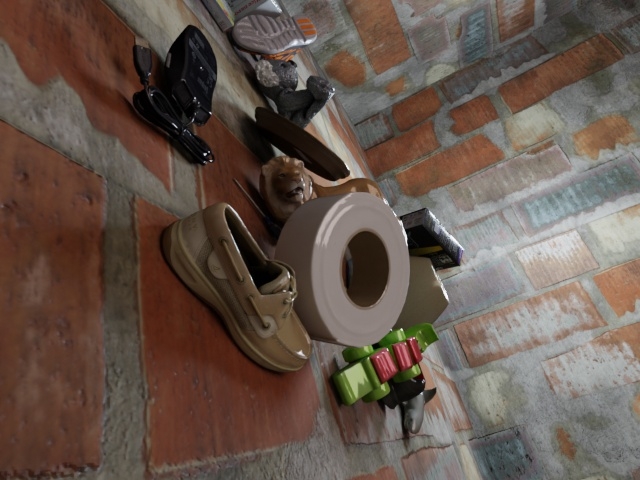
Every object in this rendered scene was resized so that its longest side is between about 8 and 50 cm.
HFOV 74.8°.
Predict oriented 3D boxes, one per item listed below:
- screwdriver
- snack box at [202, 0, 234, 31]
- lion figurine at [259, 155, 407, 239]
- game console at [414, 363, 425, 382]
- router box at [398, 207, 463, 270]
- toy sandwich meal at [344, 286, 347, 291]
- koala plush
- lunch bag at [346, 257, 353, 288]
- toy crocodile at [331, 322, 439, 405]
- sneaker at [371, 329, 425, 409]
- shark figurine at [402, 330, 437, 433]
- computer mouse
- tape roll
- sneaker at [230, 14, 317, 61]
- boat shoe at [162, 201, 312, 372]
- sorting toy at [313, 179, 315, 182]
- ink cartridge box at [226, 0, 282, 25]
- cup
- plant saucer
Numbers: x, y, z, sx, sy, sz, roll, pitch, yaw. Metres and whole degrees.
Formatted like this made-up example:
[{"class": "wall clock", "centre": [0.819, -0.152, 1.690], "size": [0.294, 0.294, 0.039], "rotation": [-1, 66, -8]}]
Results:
[{"class": "screwdriver", "centre": [-0.116, -0.058, 0.824], "size": [0.170, 0.024, 0.025], "rotation": [57, 47, -23]}, {"class": "snack box", "centre": [-0.286, -0.646, 1.122], "size": [0.141, 0.037, 0.100], "rotation": [52, 19, -41]}, {"class": "lion figurine", "centre": [0.039, -0.077, 0.958], "size": [0.392, 0.142, 0.240], "rotation": [-13, 88, -45]}, {"class": "game console", "centre": [0.288, 0.408, 1.344], "size": [0.124, 0.085, 0.144], "rotation": [41, 29, -56]}, {"class": "router box", "centre": [0.319, 0.024, 1.530], "size": [0.243, 0.309, 0.081], "rotation": [42, 52, -27]}, {"class": "toy sandwich meal", "centre": [0.059, 0.154, 1.077], "size": [0.085, 0.029, 0.085], "rotation": [56, 14, -22]}, {"class": "koala plush", "centre": [-0.104, -0.450, 1.248], "size": [0.221, 0.203, 0.196], "rotation": [37, 15, -18]}, {"class": "lunch bag", "centre": [0.172, 0.096, 1.259], "size": [0.090, 0.176, 0.219], "rotation": [59, 17, -22]}, {"class": "toy crocodile", "centre": [0.149, 0.263, 0.915], "size": [0.340, 0.105, 0.115], "rotation": [-6, 71, -48]}, {"class": "sneaker", "centre": [0.176, 0.275, 1.084], "size": [0.286, 0.130, 0.109], "rotation": [68, 10, 12]}, {"class": "shark figurine", "centre": [0.277, 0.425, 1.239], "size": [0.166, 0.116, 0.278], "rotation": [49, 24, -51]}, {"class": "computer mouse", "centre": [-0.237, -0.260, 0.663], "size": [0.184, 0.060, 0.262], "rotation": [46, 36, -61]}, {"class": "tape roll", "centre": [0.050, 0.054, 0.791], "size": [0.286, 0.100, 0.286], "rotation": [1, 88, -46]}, {"class": "sneaker", "centre": [-0.164, -0.595, 1.306], "size": [0.321, 0.180, 0.124], "rotation": [-26, 91, -41]}, {"class": "boat shoe", "centre": [-0.081, 0.076, 0.581], "size": [0.302, 0.098, 0.109], "rotation": [56, 18, -31]}, {"class": "sorting toy", "centre": [-0.038, -0.134, 1.173], "size": [0.083, 0.045, 0.075], "rotation": [-25, 98, -75]}, {"class": "ink cartridge box", "centre": [-0.229, -0.753, 1.265], "size": [0.208, 0.153, 0.087], "rotation": [66, 16, 7]}, {"class": "cup", "centre": [0.301, 0.181, 1.452], "size": [0.331, 0.237, 0.331], "rotation": [57, 16, -27]}, {"class": "plant saucer", "centre": [-0.051, -0.226, 1.028], "size": [0.278, 0.041, 0.278], "rotation": [34, -1, 1]}]
